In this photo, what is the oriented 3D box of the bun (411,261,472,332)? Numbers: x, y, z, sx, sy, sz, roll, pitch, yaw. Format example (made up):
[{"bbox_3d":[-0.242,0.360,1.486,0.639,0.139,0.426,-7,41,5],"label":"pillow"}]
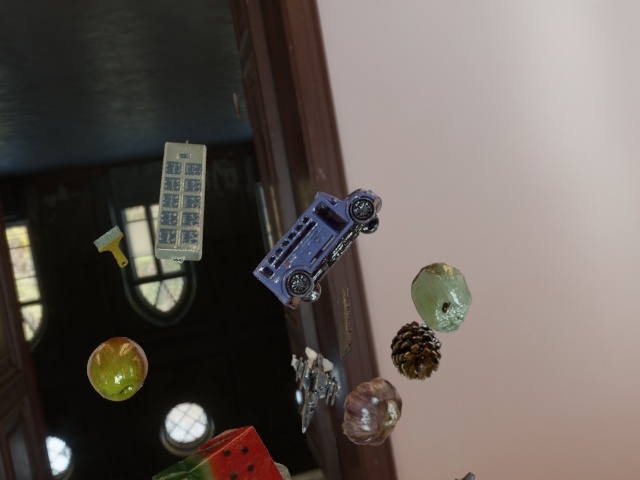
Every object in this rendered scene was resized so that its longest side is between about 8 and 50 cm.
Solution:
[{"bbox_3d":[0.362,0.159,1.902,0.127,0.203,0.212,-20,166,-27],"label":"bun"}]

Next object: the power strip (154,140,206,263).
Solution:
[{"bbox_3d":[-0.334,-0.107,1.593,0.106,0.367,0.043,3,144,-11],"label":"power strip"}]

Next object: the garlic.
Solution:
[{"bbox_3d":[0.188,0.577,2.195,0.160,0.244,0.245,20,-157,40],"label":"garlic"}]

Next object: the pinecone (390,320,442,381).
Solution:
[{"bbox_3d":[0.324,0.389,2.245,0.169,0.185,0.212,-27,-157,24],"label":"pinecone"}]

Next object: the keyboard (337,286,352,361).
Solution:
[{"bbox_3d":[0.071,0.247,1.964,0.023,0.231,0.072,11,137,-13],"label":"keyboard"}]

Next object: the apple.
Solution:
[{"bbox_3d":[-0.660,0.424,2.157,0.196,0.196,0.196,-10,-176,1],"label":"apple"}]

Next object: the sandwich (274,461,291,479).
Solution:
[{"bbox_3d":[-0.158,0.925,2.315,0.099,0.301,0.271,-27,146,11],"label":"sandwich"}]

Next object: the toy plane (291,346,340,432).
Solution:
[{"bbox_3d":[-0.011,0.352,1.587,0.082,0.160,0.234,-41,-156,25],"label":"toy plane"}]

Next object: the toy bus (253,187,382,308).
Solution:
[{"bbox_3d":[0.000,0.000,1.370,0.292,0.133,0.125,-50,166,-3],"label":"toy bus"}]

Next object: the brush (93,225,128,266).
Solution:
[{"bbox_3d":[-0.614,0.031,1.980,0.083,0.011,0.205,-40,158,-19],"label":"brush"}]

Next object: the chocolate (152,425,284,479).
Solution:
[{"bbox_3d":[-0.265,0.769,1.974,0.161,0.360,0.341,-35,173,35],"label":"chocolate"}]

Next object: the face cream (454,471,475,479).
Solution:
[{"bbox_3d":[0.377,0.837,1.993,0.092,0.311,0.092,33,172,5],"label":"face cream"}]
